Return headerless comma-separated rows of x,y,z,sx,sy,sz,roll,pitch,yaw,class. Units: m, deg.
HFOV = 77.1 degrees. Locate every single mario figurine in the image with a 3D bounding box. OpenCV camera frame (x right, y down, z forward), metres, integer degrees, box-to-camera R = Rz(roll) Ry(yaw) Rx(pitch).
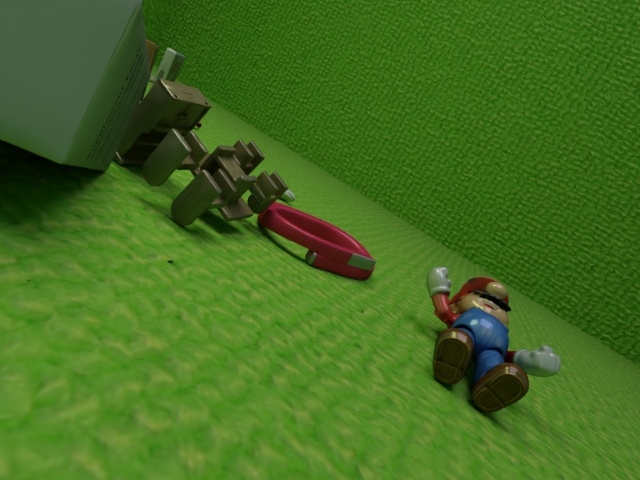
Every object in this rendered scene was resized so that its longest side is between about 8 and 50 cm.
0.281,0.133,0.690,0.198,0.170,0.320,65,24,-2,mario figurine

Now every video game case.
-0.422,-0.404,1.069,0.026,0.206,0.227,25,14,-21,video game case

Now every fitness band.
0.000,0.000,0.857,0.291,0.054,0.209,21,14,-38,fitness band

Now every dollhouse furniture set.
-0.221,-0.121,0.694,0.242,0.161,0.212,53,23,7,dollhouse furniture set

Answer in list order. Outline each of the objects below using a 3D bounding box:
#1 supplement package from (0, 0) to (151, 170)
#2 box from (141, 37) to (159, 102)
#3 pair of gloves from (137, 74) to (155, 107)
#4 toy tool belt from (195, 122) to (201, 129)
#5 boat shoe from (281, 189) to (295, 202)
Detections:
-0.320,-0.197,0.463,0.177,0.175,0.293,25,-2,-22,supplement package
-0.495,-0.417,0.978,0.164,0.201,0.021,30,24,1,box
-0.402,-0.326,0.859,0.042,0.240,0.204,-8,11,1,pair of gloves
-0.465,-0.434,1.427,0.083,0.052,0.051,20,26,-41,toy tool belt
-0.119,-0.135,1.132,0.100,0.035,0.035,35,41,3,boat shoe
